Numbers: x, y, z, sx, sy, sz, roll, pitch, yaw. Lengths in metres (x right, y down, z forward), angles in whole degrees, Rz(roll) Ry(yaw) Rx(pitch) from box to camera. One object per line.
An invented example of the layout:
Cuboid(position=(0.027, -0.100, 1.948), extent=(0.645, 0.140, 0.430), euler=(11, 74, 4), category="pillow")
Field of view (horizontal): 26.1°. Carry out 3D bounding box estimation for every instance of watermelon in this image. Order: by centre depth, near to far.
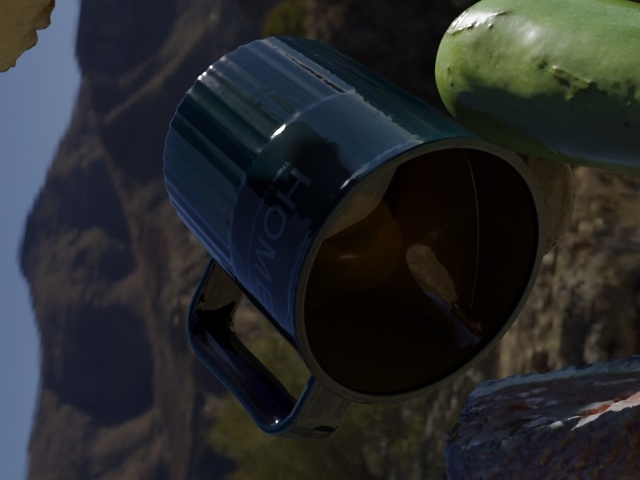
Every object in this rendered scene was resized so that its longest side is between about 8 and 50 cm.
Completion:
Cuboid(position=(0.107, 0.097, 0.600), extent=(0.187, 0.139, 0.071), euler=(-12, 89, 55), category="watermelon")

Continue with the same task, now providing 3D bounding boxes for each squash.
Cuboid(position=(0.210, -0.095, 0.883), extent=(0.371, 0.118, 0.118), euler=(21, 106, 53), category="squash")

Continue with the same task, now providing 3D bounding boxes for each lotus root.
Cuboid(position=(0.211, -0.053, 1.470), extent=(0.209, 0.120, 0.120), euler=(73, -163, -45), category="lotus root")

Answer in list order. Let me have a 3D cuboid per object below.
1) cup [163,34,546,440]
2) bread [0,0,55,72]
Cuboid(position=(0.016, -0.007, 1.240), extent=(0.292, 0.242, 0.307), euler=(43, 142, 48), category="cup")
Cuboid(position=(-0.399, -0.391, 1.266), extent=(0.279, 0.390, 0.371), euler=(-22, -21, -48), category="bread")
